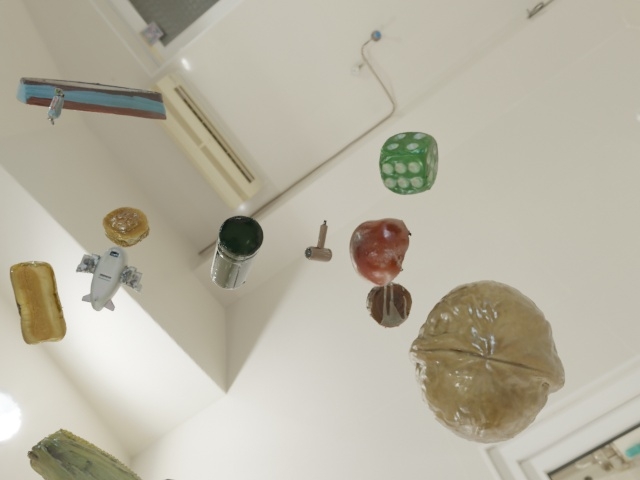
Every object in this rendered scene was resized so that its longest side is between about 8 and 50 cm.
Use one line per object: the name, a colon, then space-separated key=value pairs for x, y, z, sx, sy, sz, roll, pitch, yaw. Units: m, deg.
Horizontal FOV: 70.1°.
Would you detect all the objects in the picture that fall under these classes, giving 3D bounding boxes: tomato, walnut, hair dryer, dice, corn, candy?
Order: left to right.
candy: x=-0.565 y=-0.287 z=0.972 sx=0.030 sy=0.020 sz=0.083 roll=64 pitch=-149 yaw=-67
corn: x=-0.539 y=0.565 z=1.077 sx=0.305 sy=0.122 sz=0.123 roll=35 pitch=153 yaw=-2
hair dryer: x=0.000 y=0.000 z=1.948 sx=0.117 sy=0.181 sz=0.064 roll=10 pitch=179 yaw=-42
tomato: x=0.146 y=0.027 z=1.305 sx=0.112 sy=0.228 sz=0.199 roll=18 pitch=-118 yaw=-25
dice: x=0.230 y=-0.200 z=1.185 sx=0.120 sy=0.128 sz=0.131 roll=-56 pitch=-38 yaw=-42
walnut: x=0.298 y=0.221 z=0.841 sx=0.252 sy=0.277 sz=0.313 roll=41 pitch=178 yaw=26

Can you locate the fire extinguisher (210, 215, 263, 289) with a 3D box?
fire extinguisher: x=-0.200 y=0.044 z=1.072 sx=0.095 sy=0.114 sz=0.311 roll=44 pitch=150 yaw=4

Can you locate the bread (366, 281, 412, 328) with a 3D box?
bread: x=0.235 y=0.220 z=1.571 sx=0.160 sy=0.160 sz=0.073 roll=53 pitch=174 yaw=-11

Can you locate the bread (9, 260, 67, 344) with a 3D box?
bread: x=-0.976 y=0.214 z=1.586 sx=0.091 sy=0.142 sz=0.305 roll=-146 pitch=51 yaw=-69

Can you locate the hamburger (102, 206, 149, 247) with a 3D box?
hamburger: x=-0.655 y=-0.050 z=1.545 sx=0.147 sy=0.083 sz=0.138 roll=35 pitch=-135 yaw=17

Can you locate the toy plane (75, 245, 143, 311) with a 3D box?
toy plane: x=-0.783 y=0.142 z=1.688 sx=0.252 sy=0.252 sz=0.118 roll=55 pitch=174 yaw=-1

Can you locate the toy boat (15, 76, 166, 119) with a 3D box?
toy boat: x=-0.599 y=-0.384 z=1.248 sx=0.136 sy=0.079 sz=0.392 roll=31 pitch=-153 yaw=36

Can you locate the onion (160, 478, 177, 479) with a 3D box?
onion: x=-0.297 y=0.614 z=0.993 sx=0.098 sy=0.151 sz=0.206 roll=-21 pitch=-111 yaw=-38
